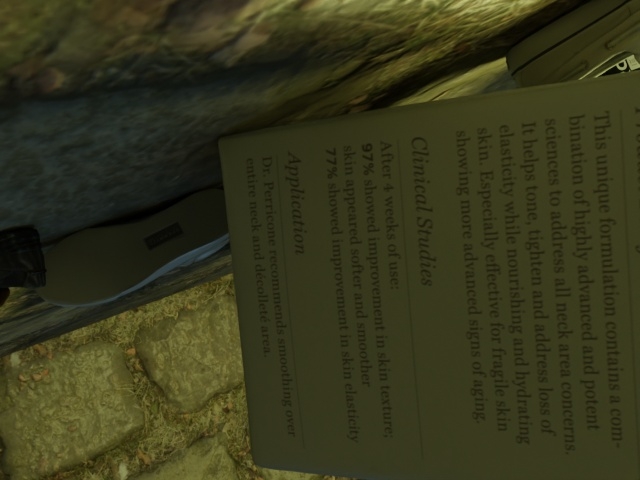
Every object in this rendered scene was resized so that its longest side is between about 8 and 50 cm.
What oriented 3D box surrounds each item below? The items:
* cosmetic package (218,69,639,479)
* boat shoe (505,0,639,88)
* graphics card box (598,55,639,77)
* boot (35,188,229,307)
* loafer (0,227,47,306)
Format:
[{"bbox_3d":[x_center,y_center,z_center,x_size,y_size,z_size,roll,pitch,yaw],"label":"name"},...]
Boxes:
[{"bbox_3d":[0.156,0.035,0.602,0.394,0.329,0.327,-3,-176,23],"label":"cosmetic package"},{"bbox_3d":[0.318,-0.211,0.563,0.267,0.088,0.096,-24,177,36],"label":"boat shoe"},{"bbox_3d":[0.498,-0.267,0.846,0.371,0.094,0.233,-23,178,-9],"label":"graphics card box"},{"bbox_3d":[-0.222,0.020,0.736,0.258,0.095,0.123,-22,171,-16],"label":"boot"},{"bbox_3d":[-0.351,0.045,0.589,0.170,0.061,0.062,-22,178,27],"label":"loafer"}]
